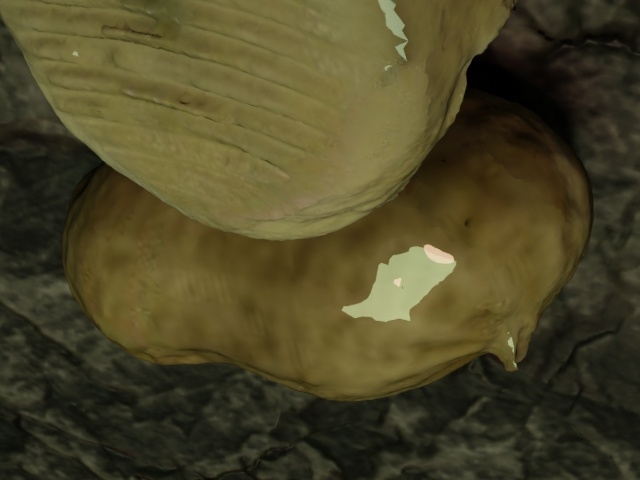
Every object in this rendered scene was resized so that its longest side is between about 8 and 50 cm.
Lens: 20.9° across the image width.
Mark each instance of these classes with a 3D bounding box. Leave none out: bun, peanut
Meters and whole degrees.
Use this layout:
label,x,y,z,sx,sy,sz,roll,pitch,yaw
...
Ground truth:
label,x,y,z,sx,sy,sz,roll,pitch,yaw
bun,-0.025,-0.115,0.581,0.210,0.116,0.237,5,126,43
peanut,0.000,0.000,0.704,0.224,0.129,0.129,3,137,25
